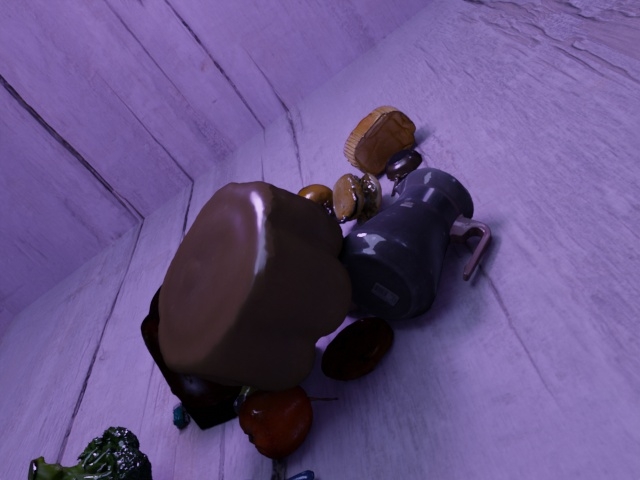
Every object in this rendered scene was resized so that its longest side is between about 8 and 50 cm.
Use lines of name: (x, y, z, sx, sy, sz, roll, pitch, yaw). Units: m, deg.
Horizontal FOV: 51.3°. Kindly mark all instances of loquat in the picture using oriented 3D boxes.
loquat: (-0.018, -0.119, 2.239, 0.163, 0.137, 0.163, -18, 18, 6)

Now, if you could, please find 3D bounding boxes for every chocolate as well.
chocolate: (-0.318, 0.252, 1.810, 0.383, 0.331, 0.384, -30, 28, 18)

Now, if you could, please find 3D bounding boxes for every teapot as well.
teapot: (0.229, 0.007, 1.583, 0.300, 0.253, 0.344, 20, 51, 24)

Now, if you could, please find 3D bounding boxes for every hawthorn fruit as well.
hawthorn fruit: (-0.075, 0.378, 1.478, 0.203, 0.163, 0.162, -33, 20, -25)

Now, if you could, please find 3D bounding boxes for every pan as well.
pan: (0.262, -0.235, 2.140, 0.128, 0.048, 0.202, -30, 26, 18)

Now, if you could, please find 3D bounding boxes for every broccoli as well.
broccoli: (-0.550, 0.606, 1.607, 0.297, 0.297, 0.298, -31, 54, 54)

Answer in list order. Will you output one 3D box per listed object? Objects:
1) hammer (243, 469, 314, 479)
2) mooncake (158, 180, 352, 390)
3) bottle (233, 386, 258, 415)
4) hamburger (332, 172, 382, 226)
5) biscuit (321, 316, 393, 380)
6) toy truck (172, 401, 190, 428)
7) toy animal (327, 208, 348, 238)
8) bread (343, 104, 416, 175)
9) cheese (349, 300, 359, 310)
hammer: (-0.094, 0.518, 1.355, 0.194, 0.069, 0.116, -29, 25, 11)
mooncake: (-0.155, 0.105, 1.486, 0.467, 0.262, 0.467, -29, 48, 38)
bottle: (-0.122, 0.326, 1.659, 0.112, 0.112, 0.260, -9, 39, 49)
hamburger: (0.124, -0.124, 2.050, 0.159, 0.131, 0.185, -30, 64, 59)
biscuit: (0.085, 0.255, 1.566, 0.192, 0.049, 0.192, -27, 24, 13)
toy truck: (-0.390, 0.485, 1.852, 0.039, 0.044, 0.083, -35, 25, 3)
toy animal: (0.000, 0.000, 2.010, 0.148, 0.084, 0.233, 16, 71, 32)
bread: (0.198, -0.339, 2.258, 0.250, 0.179, 0.133, -49, 33, 1)
cheese: (0.087, 0.084, 1.767, 0.218, 0.117, 0.235, -38, 23, 1)
